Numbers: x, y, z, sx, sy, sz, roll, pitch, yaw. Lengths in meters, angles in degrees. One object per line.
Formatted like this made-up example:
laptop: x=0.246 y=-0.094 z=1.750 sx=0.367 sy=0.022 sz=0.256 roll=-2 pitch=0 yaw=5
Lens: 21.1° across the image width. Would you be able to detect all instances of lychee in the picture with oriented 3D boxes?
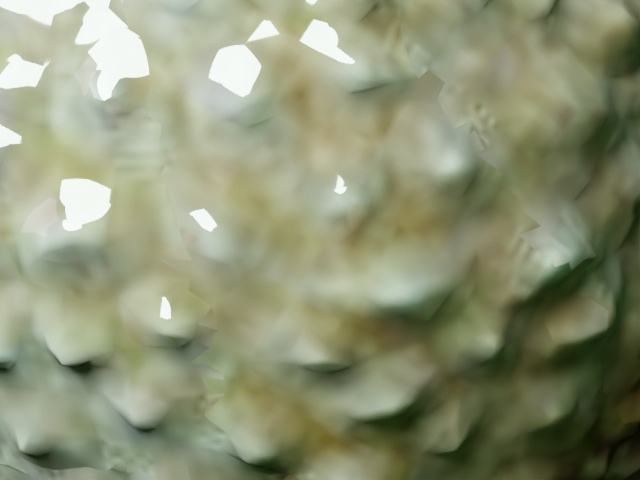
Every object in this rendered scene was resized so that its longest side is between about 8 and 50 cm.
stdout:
lychee: x=-0.017 y=-0.035 z=0.461 sx=0.300 sy=0.300 sz=0.300 roll=-159 pitch=90 yaw=-83
